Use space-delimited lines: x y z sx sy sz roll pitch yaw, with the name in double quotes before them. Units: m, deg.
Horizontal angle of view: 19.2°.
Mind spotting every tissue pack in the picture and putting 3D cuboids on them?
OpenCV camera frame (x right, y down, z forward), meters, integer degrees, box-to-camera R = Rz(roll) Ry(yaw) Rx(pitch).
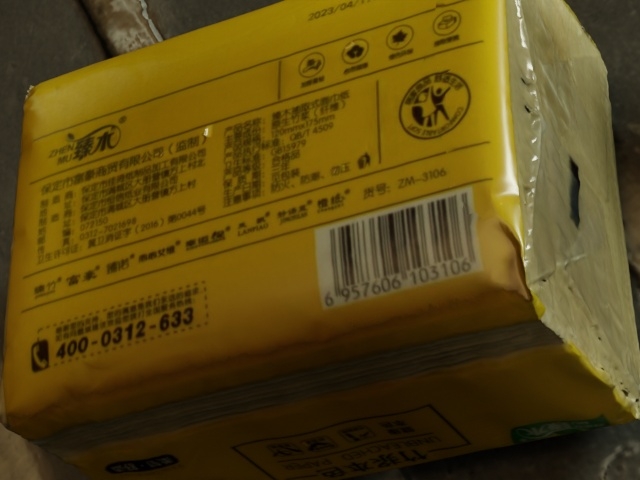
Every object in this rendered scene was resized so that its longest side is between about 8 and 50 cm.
"tissue pack" 0.000 0.000 1.273 0.382 0.228 0.293 -15 59 23
